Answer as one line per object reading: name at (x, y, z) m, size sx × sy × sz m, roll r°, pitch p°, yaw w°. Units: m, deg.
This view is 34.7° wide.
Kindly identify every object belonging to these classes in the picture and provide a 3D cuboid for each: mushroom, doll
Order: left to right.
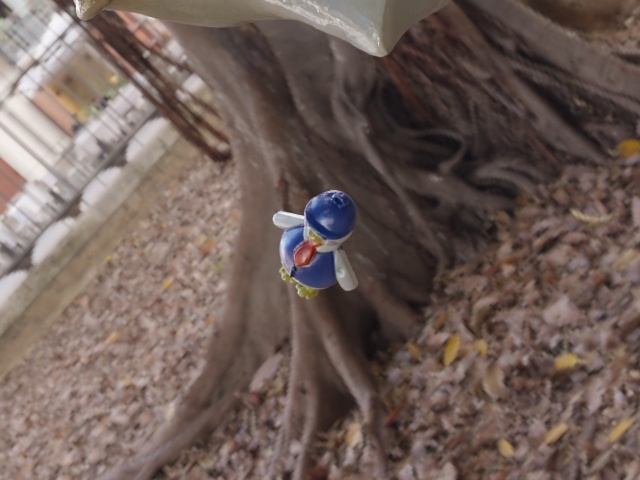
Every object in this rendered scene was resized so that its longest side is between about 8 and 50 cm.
mushroom at (-0.075, -0.266, 1.012) m, size 0.397 × 0.126 × 0.177 m, roll 11°, pitch 41°, yaw 29°
doll at (0.000, 0.000, 0.893) m, size 0.057 × 0.099 × 0.143 m, roll -39°, pitch -13°, yaw -34°
